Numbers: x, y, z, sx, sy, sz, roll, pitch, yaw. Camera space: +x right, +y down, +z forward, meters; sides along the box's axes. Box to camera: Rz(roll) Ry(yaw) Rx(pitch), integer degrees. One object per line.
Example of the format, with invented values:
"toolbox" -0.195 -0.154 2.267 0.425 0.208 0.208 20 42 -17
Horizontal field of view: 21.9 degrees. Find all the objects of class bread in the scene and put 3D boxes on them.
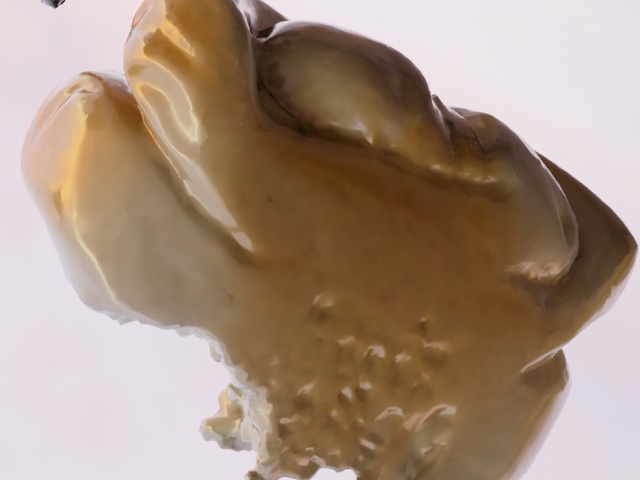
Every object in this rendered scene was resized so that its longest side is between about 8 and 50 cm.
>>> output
"bread" 0.013 0.002 1.120 0.424 0.245 0.329 29 -148 -28

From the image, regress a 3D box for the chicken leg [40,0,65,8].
"chicken leg" -0.117 -0.260 1.150 0.106 0.253 0.051 61 -159 15
